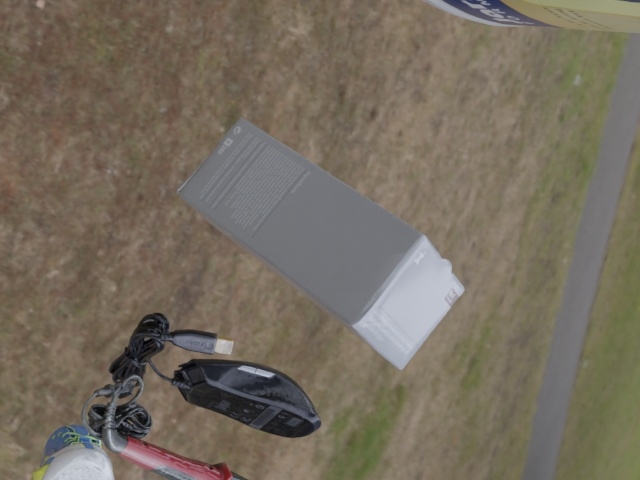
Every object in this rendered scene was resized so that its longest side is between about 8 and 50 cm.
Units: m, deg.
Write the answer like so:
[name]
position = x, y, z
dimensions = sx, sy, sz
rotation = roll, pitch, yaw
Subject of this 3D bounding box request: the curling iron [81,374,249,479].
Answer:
[curling iron]
position = -0.096, 0.192, 0.819
dimensions = 0.274, 0.035, 0.068
rotation = 42, 39, -39

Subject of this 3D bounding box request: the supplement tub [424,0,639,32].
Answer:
[supplement tub]
position = 0.132, -0.200, 0.388
dimensions = 0.228, 0.316, 0.228
rotation = -7, 106, -26

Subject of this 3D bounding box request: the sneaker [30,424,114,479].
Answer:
[sneaker]
position = -0.280, 0.246, 1.055
dimensions = 0.240, 0.091, 0.126
rotation = 125, -32, -48

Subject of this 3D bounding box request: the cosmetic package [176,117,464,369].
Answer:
[cosmetic package]
position = 0.000, 0.000, 0.855
dimensions = 0.107, 0.238, 0.127
rotation = -49, 144, -3

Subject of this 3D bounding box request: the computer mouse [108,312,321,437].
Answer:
[computer mouse]
position = -0.107, 0.148, 1.113
dimensions = 0.184, 0.262, 0.060
rotation = 122, -15, -55
